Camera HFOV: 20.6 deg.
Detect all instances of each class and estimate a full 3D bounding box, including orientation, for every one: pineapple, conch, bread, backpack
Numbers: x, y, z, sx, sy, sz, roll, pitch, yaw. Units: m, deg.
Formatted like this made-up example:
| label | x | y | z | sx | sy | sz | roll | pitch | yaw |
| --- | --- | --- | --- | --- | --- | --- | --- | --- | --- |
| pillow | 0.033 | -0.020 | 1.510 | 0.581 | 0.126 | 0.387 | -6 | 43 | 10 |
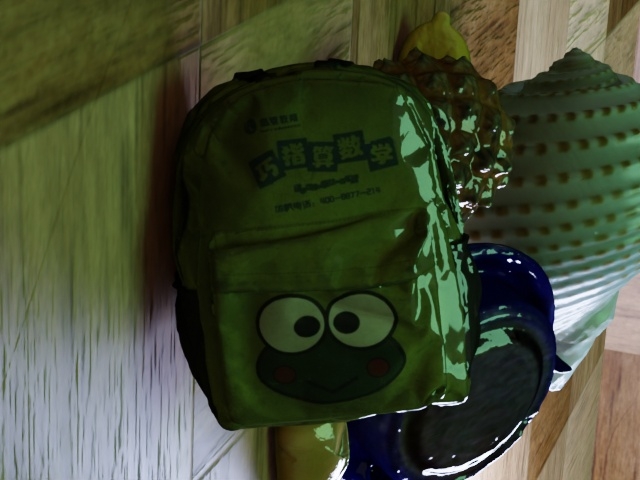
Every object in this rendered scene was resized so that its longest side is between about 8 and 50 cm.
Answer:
| label | x | y | z | sx | sy | sz | roll | pitch | yaw |
| --- | --- | --- | --- | --- | --- | --- | --- | --- | --- |
| pineapple | 0.056 | -0.064 | 1.421 | 0.193 | 0.166 | 0.166 | -22 | 126 | -31 |
| conch | 0.203 | -0.033 | 1.751 | 0.215 | 0.303 | 0.319 | 22 | 90 | -32 |
| bread | -0.003 | 0.176 | 1.487 | 0.082 | 0.056 | 0.115 | -55 | 149 | -54 |
| backpack | 0.000 | 0.000 | 1.180 | 0.140 | 0.207 | 0.253 | -99 | -179 | -71 |

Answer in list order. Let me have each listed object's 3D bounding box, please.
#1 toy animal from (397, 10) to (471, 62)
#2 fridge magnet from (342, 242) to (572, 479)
| label | x | y | z | sx | sy | sz | roll | pitch | yaw |
| --- | --- | --- | --- | --- | --- | --- | --- | --- | --- |
| toy animal | 0.116 | -0.151 | 1.698 | 0.159 | 0.070 | 0.083 | 65 | 35 | -69 |
| fridge magnet | 0.113 | 0.122 | 1.603 | 0.265 | 0.112 | 0.265 | -22 | 131 | -27 |
